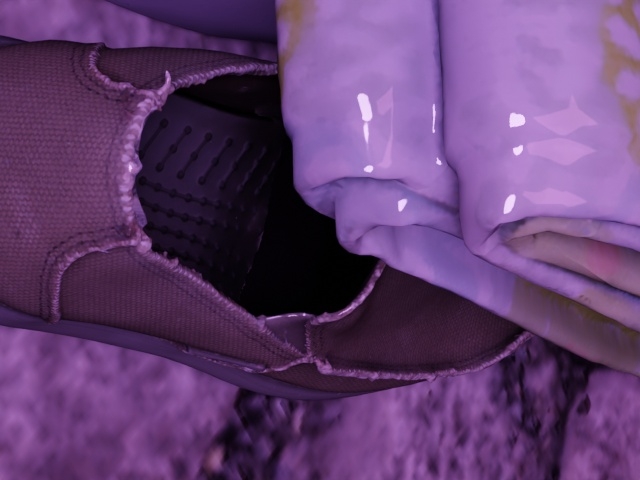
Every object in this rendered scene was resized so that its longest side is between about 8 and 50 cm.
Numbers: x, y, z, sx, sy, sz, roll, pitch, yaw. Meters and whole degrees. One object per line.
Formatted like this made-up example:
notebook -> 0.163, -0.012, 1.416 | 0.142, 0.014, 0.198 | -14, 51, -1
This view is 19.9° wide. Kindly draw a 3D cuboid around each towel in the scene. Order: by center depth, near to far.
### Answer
towel -> 0.098, -0.138, 0.524 | 0.320, 0.090, 0.374 | 26, 59, -58

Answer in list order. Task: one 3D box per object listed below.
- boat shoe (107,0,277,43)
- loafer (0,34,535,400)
boat shoe -> -0.061, -0.117, 0.410 | 0.267, 0.096, 0.088 | 15, 77, -50
loafer -> 0.000, 0.000, 0.491 | 0.251, 0.087, 0.094 | 5, 89, -49
